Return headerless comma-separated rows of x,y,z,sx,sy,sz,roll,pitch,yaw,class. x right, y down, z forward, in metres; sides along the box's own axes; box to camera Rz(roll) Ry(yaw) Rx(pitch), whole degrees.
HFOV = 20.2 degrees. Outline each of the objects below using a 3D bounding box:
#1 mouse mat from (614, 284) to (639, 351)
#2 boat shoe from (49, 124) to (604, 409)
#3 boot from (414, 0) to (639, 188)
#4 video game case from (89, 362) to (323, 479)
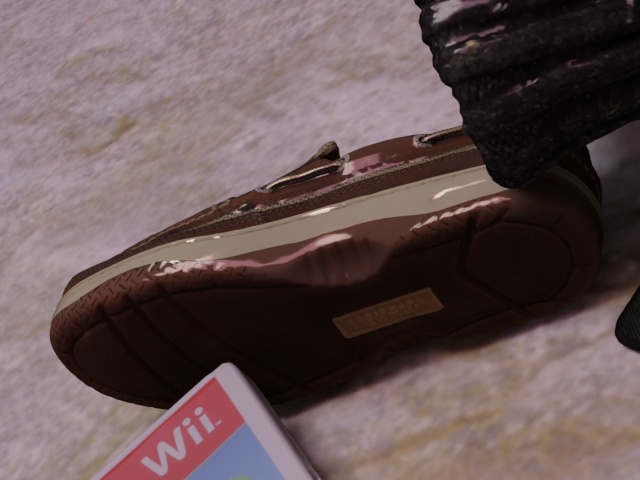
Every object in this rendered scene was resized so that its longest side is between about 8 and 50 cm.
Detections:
0.212,-0.004,0.663,0.189,0.007,0.153,13,61,53,mouse mat
0.003,0.006,0.797,0.257,0.095,0.095,-12,39,20,boat shoe
0.167,-0.087,0.625,0.260,0.131,0.348,-15,24,1,boot
-0.054,0.190,0.674,0.204,0.025,0.285,-42,38,1,video game case
